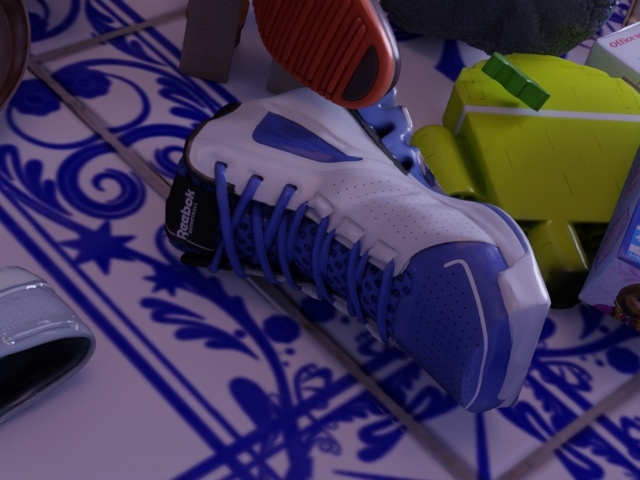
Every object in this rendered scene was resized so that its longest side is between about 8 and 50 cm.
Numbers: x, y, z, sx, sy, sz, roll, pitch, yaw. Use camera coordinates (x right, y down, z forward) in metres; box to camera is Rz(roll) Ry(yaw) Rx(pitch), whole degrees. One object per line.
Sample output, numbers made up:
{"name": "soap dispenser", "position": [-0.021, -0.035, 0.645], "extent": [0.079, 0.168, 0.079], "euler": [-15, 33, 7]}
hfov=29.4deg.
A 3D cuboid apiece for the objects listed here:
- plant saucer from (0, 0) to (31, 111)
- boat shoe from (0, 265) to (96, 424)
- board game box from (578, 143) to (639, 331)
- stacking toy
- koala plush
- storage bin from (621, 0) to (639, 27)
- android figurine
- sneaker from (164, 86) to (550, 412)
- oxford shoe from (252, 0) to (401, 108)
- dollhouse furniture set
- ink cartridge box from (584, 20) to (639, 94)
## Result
{"name": "plant saucer", "position": [-0.294, -0.143, 0.880], "extent": [0.168, 0.029, 0.168], "euler": [2, 79, -9]}
{"name": "boat shoe", "position": [-0.216, 0.089, 0.668], "extent": [0.081, 0.079, 0.227], "euler": [31, 41, 23]}
{"name": "board game box", "position": [0.383, -0.013, 0.887], "extent": [0.318, 0.066, 0.318], "euler": [28, 56, 1]}
{"name": "stacking toy", "position": [0.142, -0.235, 0.963], "extent": [0.221, 0.167, 0.052], "euler": [42, 20, 12]}
{"name": "koala plush", "position": [0.197, -0.274, 1.108], "extent": [0.203, 0.196, 0.221], "euler": [28, 35, 14]}
{"name": "storage bin", "position": [0.471, -0.280, 1.239], "extent": [0.260, 0.123, 0.262], "euler": [23, 42, 7]}
{"name": "android figurine", "position": [0.192, -0.057, 0.964], "extent": [0.248, 0.056, 0.273], "euler": [0, 45, -16]}
{"name": "sneaker", "position": [0.000, -0.001, 0.810], "extent": [0.182, 0.127, 0.315], "euler": [-11, 41, -21]}
{"name": "oxford shoe", "position": [0.000, -0.197, 0.886], "extent": [0.098, 0.097, 0.271], "euler": [0, 48, -39]}
{"name": "dollhouse furniture set", "position": [-0.087, -0.270, 1.050], "extent": [0.259, 0.135, 0.262], "euler": [12, 42, -4]}
{"name": "ink cartridge box", "position": [0.304, -0.136, 1.084], "extent": [0.088, 0.052, 0.122], "euler": [-24, 57, -36]}
